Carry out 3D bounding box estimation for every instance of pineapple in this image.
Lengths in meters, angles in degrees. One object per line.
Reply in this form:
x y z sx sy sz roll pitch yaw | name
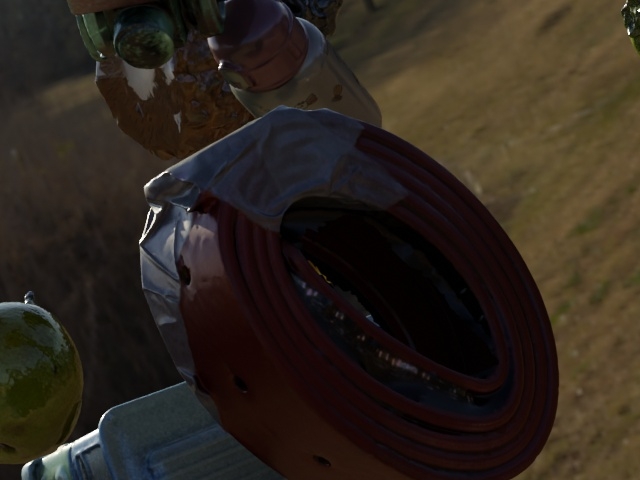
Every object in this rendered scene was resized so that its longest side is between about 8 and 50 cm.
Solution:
-0.090 -0.245 1.885 0.357 0.223 0.223 -29 13 -36 | pineapple

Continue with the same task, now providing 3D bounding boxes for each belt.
0.018 0.044 1.038 0.115 0.324 0.227 -27 25 50 | belt

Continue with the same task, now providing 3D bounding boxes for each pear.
-0.329 0.135 1.621 0.166 0.180 0.216 4 54 10 | pear

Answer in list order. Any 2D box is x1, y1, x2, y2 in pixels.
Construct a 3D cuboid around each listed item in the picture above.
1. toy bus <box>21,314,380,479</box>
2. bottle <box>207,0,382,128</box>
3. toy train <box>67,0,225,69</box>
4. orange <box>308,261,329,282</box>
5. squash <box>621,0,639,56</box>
-0.064 0.184 1.234 0.312 0.152 0.190 -17 -9 -38 | toy bus
-0.030 -0.163 1.514 0.110 0.110 0.233 -17 -32 20 | bottle
-0.175 -0.312 1.391 0.150 0.221 0.304 -10 50 6 | toy train
0.000 0.000 1.290 0.083 0.070 0.083 -7 -17 -2 | orange
0.393 -0.247 1.756 0.132 0.105 0.105 23 -12 -26 | squash
